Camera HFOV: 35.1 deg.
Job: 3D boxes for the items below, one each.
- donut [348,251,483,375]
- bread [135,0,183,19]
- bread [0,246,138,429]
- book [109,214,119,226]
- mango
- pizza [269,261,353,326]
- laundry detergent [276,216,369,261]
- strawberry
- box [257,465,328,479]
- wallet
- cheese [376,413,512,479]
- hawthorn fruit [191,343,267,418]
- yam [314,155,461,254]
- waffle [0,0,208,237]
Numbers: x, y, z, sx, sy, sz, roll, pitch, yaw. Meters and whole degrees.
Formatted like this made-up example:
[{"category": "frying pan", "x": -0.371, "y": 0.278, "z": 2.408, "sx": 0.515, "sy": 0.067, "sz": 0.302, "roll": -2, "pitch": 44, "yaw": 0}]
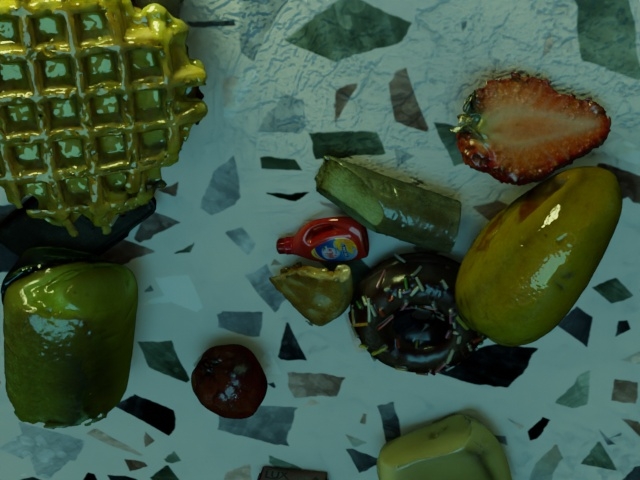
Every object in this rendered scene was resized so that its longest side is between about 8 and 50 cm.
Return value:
[{"category": "donut", "x": 0.180, "y": 0.139, "z": 1.844, "sx": 0.270, "sy": 0.103, "sz": 0.269, "roll": 3, "pitch": 126, "yaw": 5}, {"category": "bread", "x": -0.296, "y": -0.356, "z": 1.541, "sx": 0.183, "sy": 0.102, "sz": 0.337, "roll": 11, "pitch": 129, "yaw": 1}, {"category": "bread", "x": -0.479, "y": 0.187, "z": 1.902, "sx": 0.251, "sy": 0.208, "sz": 0.376, "roll": 10, "pitch": 131, "yaw": -8}, {"category": "book", "x": -0.399, "y": -0.187, "z": 1.619, "sx": 0.020, "sy": 0.208, "sz": 0.295, "roll": -24, "pitch": 120, "yaw": 37}, {"category": "mango", "x": 0.356, "y": 0.026, "z": 1.631, "sx": 0.182, "sy": 0.253, "sz": 0.365, "roll": 36, "pitch": 127, "yaw": -4}, {"category": "pizza", "x": -0.018, "y": 0.088, "z": 1.853, "sx": 0.161, "sy": 0.062, "sz": 0.182, "roll": 15, "pitch": 146, "yaw": 10}, {"category": "laundry detergent", "x": 0.000, "y": 0.000, "z": 1.797, "sx": 0.165, "sy": 0.049, "sz": 0.097, "roll": -5, "pitch": 129, "yaw": 13}, {"category": "strawberry", "x": 0.318, "y": -0.167, "z": 1.598, "sx": 0.236, "sy": 0.107, "sz": 0.175, "roll": 22, "pitch": 88, "yaw": -11}, {"category": "box", "x": -0.057, "y": 0.556, "z": 2.222, "sx": 0.156, "sy": 0.060, "sz": 0.111, "roll": 2, "pitch": 126, "yaw": 6}, {"category": "wallet", "x": -0.444, "y": -0.042, "z": 1.835, "sx": 0.318, "sy": 0.045, "sz": 0.172, "roll": -33, "pitch": 117, "yaw": 31}, {"category": "cheese", "x": 0.274, "y": 0.512, "z": 2.095, "sx": 0.260, "sy": 0.128, "sz": 0.316, "roll": -19, "pitch": 124, "yaw": 19}, {"category": "hawthorn fruit", "x": -0.170, "y": 0.284, "z": 1.985, "sx": 0.148, "sy": 0.148, "sz": 0.172, "roll": -22, "pitch": 133, "yaw": 23}, {"category": "yam", "x": 0.114, "y": -0.060, "z": 1.706, "sx": 0.259, "sy": 0.106, "sz": 0.106, "roll": 18, "pitch": 127, "yaw": -6}, {"category": "waffle", "x": -0.364, "y": -0.203, "z": 1.479, "sx": 0.380, "sy": 0.095, "sz": 0.382, "roll": 32, "pitch": 105, "yaw": -24}]
